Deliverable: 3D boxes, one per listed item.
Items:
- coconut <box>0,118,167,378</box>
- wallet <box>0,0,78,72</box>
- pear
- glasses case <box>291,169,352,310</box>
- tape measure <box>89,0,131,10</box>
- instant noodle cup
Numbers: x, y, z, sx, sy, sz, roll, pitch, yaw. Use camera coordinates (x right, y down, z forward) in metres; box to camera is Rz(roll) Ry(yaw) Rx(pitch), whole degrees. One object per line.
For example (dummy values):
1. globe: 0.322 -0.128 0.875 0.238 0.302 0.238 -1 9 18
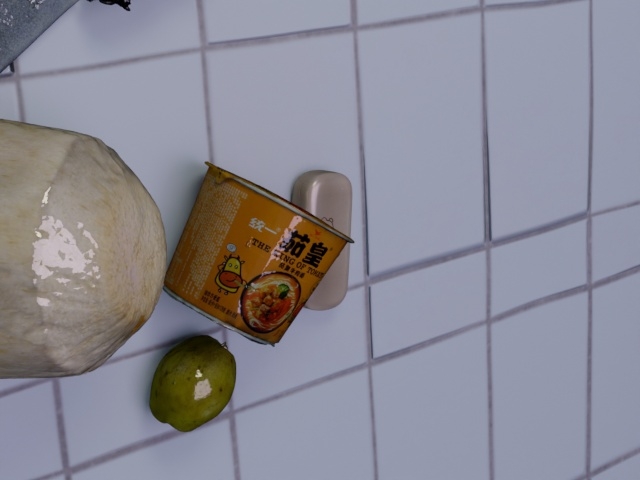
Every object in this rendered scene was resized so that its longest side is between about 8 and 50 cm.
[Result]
1. coconut: -0.338 0.008 1.230 0.329 0.329 0.328 -10 107 -36
2. wallet: -0.379 -0.298 1.268 0.167 0.036 0.222 -48 126 -19
3. pear: -0.163 0.183 1.508 0.107 0.107 0.131 40 79 -37
4. glasses case: 0.000 0.000 1.629 0.083 0.050 0.196 -7 106 -35
5. tape measure: -0.177 -0.422 1.335 0.260 0.114 0.253 -32 130 -34
6. instant noodle cup: -0.089 0.022 1.473 0.216 0.216 0.172 28 90 -39
